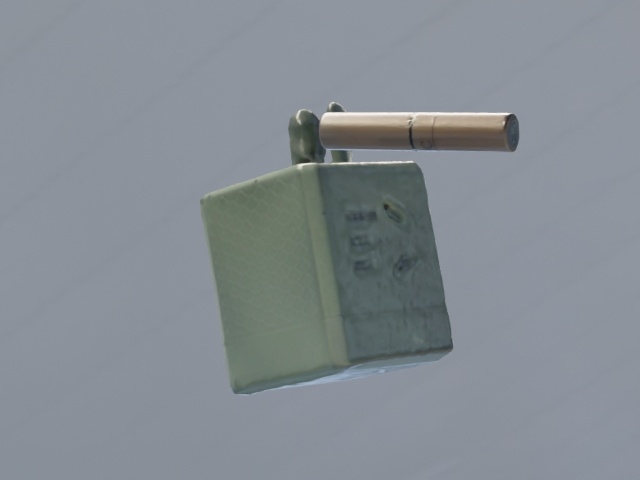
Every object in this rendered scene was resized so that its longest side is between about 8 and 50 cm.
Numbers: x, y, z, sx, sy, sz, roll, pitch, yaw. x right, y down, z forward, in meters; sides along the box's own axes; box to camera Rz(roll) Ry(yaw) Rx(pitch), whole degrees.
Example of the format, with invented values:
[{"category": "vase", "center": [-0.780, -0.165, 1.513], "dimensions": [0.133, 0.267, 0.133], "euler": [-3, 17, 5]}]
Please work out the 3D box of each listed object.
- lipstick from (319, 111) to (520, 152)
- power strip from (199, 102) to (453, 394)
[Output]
[{"category": "lipstick", "center": [0.044, -0.049, 0.869], "dimensions": [0.094, 0.019, 0.019], "euler": [2, -17, 28]}, {"category": "power strip", "center": [0.000, 0.000, 1.529], "dimensions": [0.140, 0.224, 0.139], "euler": [-5, -8, -44]}]
